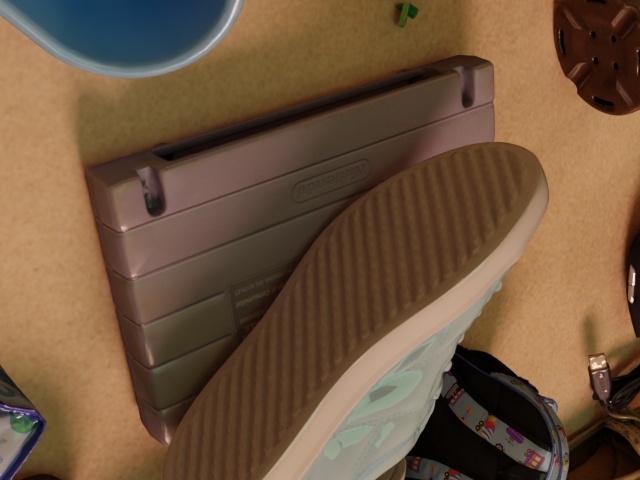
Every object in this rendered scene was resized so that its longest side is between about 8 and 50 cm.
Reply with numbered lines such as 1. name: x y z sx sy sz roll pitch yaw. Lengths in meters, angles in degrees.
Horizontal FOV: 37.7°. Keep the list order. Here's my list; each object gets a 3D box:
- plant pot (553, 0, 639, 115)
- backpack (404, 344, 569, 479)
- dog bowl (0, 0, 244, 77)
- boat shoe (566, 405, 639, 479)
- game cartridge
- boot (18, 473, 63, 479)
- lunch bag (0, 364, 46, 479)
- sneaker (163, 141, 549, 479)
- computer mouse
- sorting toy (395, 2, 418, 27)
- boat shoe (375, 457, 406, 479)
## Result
1. plant pot: 0.319 -0.203 0.867 0.165 0.167 0.167 -25 121 -19
2. backpack: 0.163 0.198 0.888 0.117 0.173 0.158 18 95 -40
3. dog bowl: -0.152 -0.201 0.503 0.166 0.074 0.297 -32 134 21
4. boat shoe: 0.341 0.260 1.093 0.285 0.105 0.089 -31 126 -23
5. game cartridge: 0.000 0.000 0.763 0.355 0.068 0.230 -21 123 -29
6. boot: -0.235 0.247 0.577 0.305 0.115 0.112 -27 122 -51
7. lunch bag: -0.258 0.130 0.570 0.151 0.129 0.096 -52 129 -10
8. sneaker: 0.045 0.084 0.722 0.366 0.135 0.150 -44 136 -4
9. computer mouse: 0.360 0.074 1.070 0.184 0.060 0.262 -30 130 -23
10. sorting toy: 0.080 -0.218 0.766 0.062 0.012 0.083 -14 115 -33
11. boat shoe: -0.029 0.286 0.796 0.303 0.114 0.091 -29 132 -36
